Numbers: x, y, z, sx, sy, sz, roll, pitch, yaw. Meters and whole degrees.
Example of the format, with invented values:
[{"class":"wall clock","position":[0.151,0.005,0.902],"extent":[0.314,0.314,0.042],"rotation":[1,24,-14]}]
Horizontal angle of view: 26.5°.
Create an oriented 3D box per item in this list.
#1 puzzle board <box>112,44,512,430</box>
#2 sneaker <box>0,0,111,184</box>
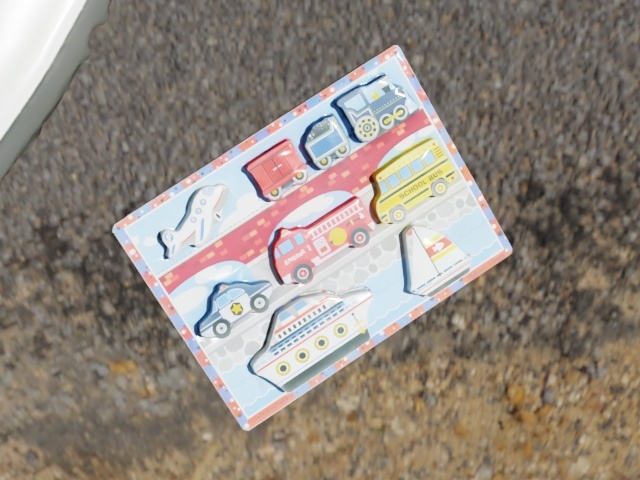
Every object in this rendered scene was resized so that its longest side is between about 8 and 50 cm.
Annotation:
[{"class":"puzzle board","position":[0.000,0.000,0.516],"extent":[0.128,0.011,0.096],"rotation":[-33,105,-6]},{"class":"sneaker","position":[-0.153,-0.181,0.363],"extent":[0.447,0.257,0.169],"rotation":[-55,46,8]}]
